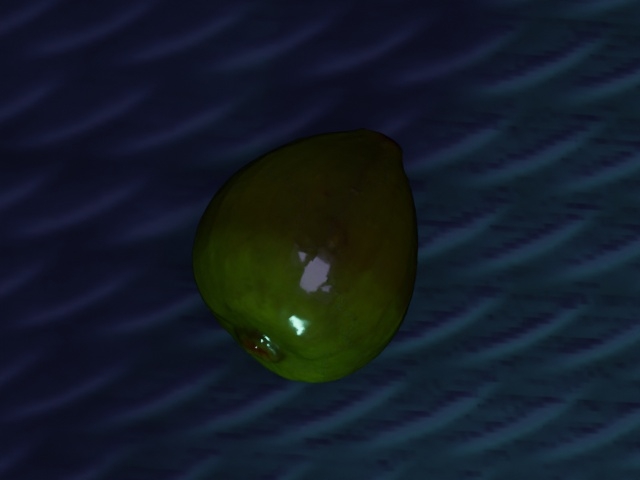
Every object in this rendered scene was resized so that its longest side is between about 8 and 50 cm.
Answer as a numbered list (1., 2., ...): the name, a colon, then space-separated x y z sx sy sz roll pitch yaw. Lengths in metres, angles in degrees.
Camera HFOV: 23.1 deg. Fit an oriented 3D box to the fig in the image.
1. fig: 0.000 0.000 0.508 0.074 0.074 0.088 30 69 -3
